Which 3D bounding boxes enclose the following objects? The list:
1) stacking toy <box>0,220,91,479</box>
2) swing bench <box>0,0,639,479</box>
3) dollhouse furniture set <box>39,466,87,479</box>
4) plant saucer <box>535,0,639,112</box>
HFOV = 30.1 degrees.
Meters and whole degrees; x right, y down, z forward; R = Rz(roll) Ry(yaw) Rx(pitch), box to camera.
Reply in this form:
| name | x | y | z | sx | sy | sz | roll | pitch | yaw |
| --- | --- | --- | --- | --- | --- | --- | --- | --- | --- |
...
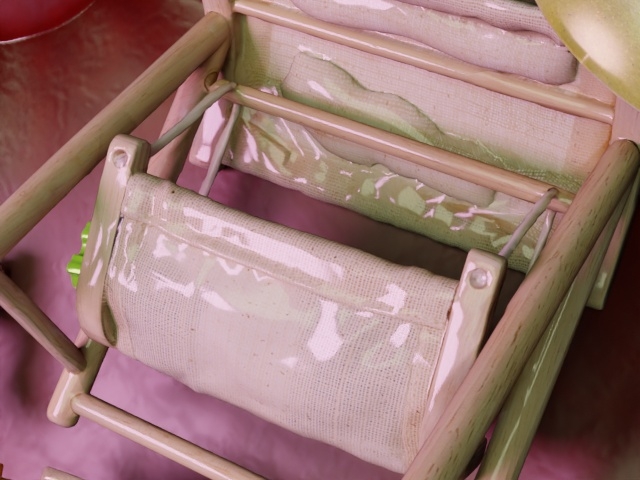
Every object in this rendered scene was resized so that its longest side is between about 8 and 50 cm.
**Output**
| name | x | y | z | sx | sy | sz | roll | pitch | yaw |
| --- | --- | --- | --- | --- | --- | --- | --- | --- | --- |
| stacking toy | -0.222 | 0.064 | 0.703 | 0.167 | 0.052 | 0.221 | 11 | 63 | 19 |
| swing bench | 0.000 | 0.000 | 0.579 | 0.253 | 0.165 | 0.254 | 21 | 69 | 22 |
| dollhouse furniture set | -0.053 | 0.237 | 0.533 | 0.302 | 0.151 | 0.197 | 20 | 75 | 8 |
| plant saucer | 0.204 | -0.139 | 0.514 | 0.241 | 0.037 | 0.241 | 3 | 63 | -6 |
